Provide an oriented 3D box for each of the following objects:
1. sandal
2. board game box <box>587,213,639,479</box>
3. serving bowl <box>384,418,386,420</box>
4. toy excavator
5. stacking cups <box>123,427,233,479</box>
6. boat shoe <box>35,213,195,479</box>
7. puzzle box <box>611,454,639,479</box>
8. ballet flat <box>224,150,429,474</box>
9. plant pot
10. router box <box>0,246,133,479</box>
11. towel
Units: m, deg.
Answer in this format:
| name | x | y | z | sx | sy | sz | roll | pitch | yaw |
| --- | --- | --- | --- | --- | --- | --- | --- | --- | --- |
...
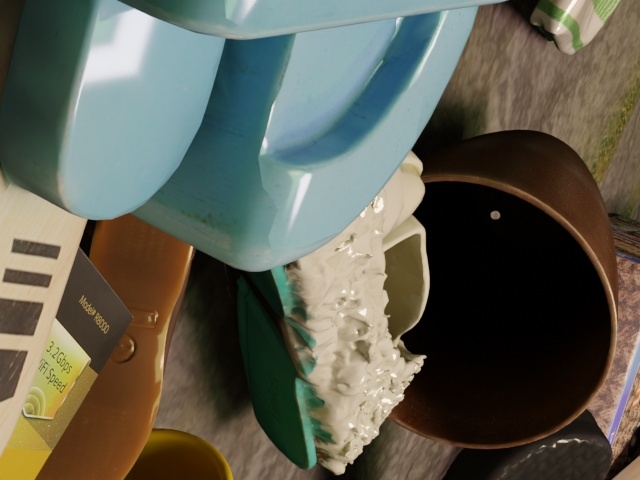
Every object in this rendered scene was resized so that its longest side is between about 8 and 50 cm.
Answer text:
| name | x | y | z | sx | sy | sz | roll | pitch | yaw |
| --- | --- | --- | --- | --- | --- | --- | --- | --- | --- |
| sandal | 0.090 | 0.280 | 1.289 | 0.167 | 0.107 | 0.446 | 6 | 128 | -36 |
| board game box | 0.289 | 0.107 | 1.580 | 0.291 | 0.141 | 0.232 | -6 | 115 | -62 |
| serving bowl | 0.043 | 0.108 | 1.235 | 0.083 | 0.027 | 0.083 | -42 | 143 | -42 |
| toy excavator | -0.082 | -0.044 | 0.519 | 0.433 | 0.222 | 0.445 | -23 | 134 | -59 |
| stacking cups | -0.099 | 0.269 | 1.001 | 0.096 | 0.096 | 0.316 | -42 | 144 | -43 |
| boat shoe | -0.114 | 0.049 | 0.837 | 0.073 | 0.073 | 0.207 | -123 | -125 | -72 |
| puzzle box | 0.284 | 0.338 | 1.640 | 0.272 | 0.052 | 0.409 | -34 | 159 | -30 |
| ballet flat | 0.000 | 0.000 | 0.927 | 0.147 | 0.147 | 0.409 | -56 | 159 | -25 |
| plant pot | 0.135 | 0.005 | 1.166 | 0.230 | 0.215 | 0.215 | -52 | 153 | -58 |
| router box | -0.218 | 0.052 | 0.623 | 0.243 | 0.081 | 0.309 | -60 | 153 | -19 |
| towel | 0.282 | -0.285 | 1.207 | 0.325 | 0.038 | 0.248 | -51 | 172 | 10 |
